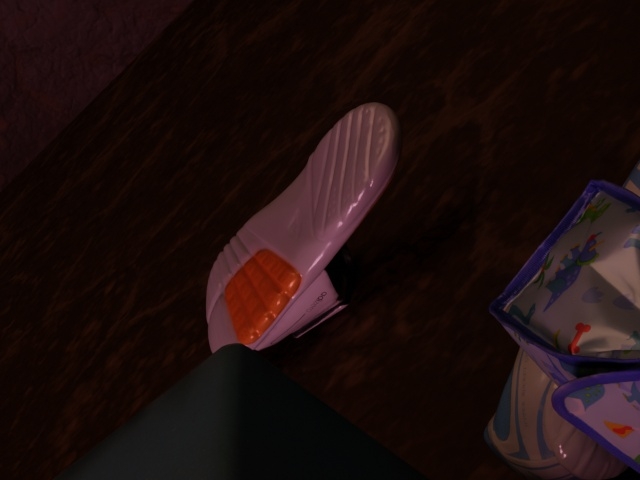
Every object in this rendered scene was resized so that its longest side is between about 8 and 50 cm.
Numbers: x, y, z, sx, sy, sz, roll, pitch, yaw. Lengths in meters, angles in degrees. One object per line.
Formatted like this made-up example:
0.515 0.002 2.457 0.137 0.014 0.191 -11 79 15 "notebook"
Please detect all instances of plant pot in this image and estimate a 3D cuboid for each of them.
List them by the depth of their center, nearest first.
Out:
-0.041 0.208 0.707 0.165 0.166 0.234 -39 28 25 "plant pot"

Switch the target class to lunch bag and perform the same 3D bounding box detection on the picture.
0.157 0.056 0.616 0.096 0.129 0.151 -53 21 0 "lunch bag"

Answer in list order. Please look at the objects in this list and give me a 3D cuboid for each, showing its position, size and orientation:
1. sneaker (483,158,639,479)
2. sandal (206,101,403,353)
0.154 0.018 0.763 0.086 0.085 0.237 -6 44 56 "sneaker"
0.002 0.008 1.113 0.265 0.076 0.102 -46 40 39 "sandal"
